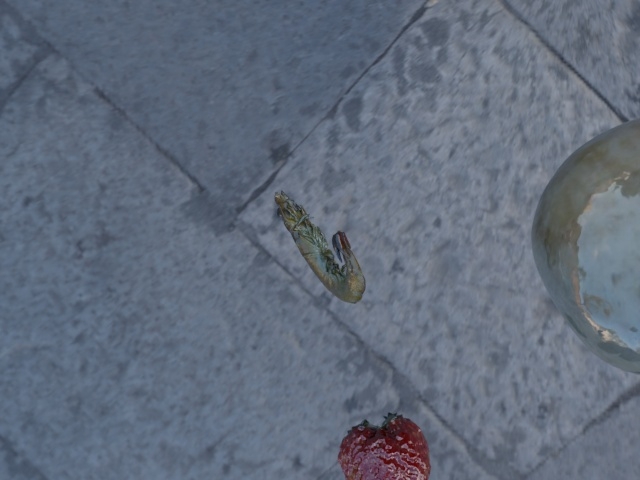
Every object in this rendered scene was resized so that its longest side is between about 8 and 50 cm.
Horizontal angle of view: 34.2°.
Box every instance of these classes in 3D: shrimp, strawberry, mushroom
[{"bbox_3d":[-0.001,0.001,1.291,0.034,0.124,0.178,-29,82,-20],"label":"shrimp"},{"bbox_3d":[0.098,0.325,1.489,0.131,0.131,0.148,-28,74,19],"label":"strawberry"},{"bbox_3d":[0.398,0.014,1.170,0.298,0.290,0.297,-8,71,23],"label":"mushroom"}]
